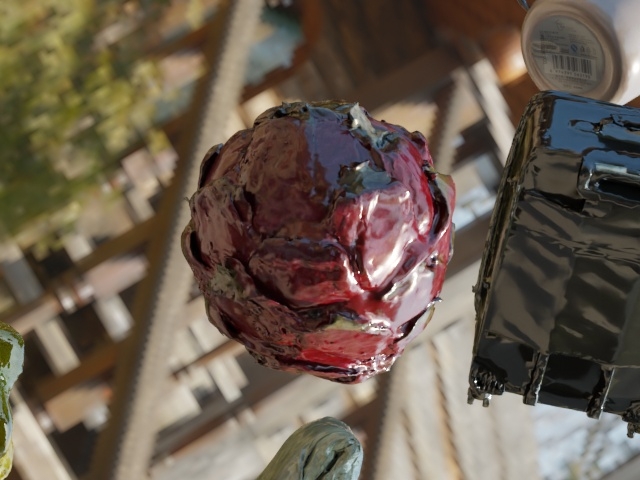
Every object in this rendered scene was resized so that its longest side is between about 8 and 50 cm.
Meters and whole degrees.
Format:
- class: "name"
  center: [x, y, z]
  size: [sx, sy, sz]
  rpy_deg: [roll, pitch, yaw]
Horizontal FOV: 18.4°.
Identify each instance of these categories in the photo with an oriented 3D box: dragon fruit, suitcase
- class: "dragon fruit"
  center: [-0.001, 0.000, 2.207]
  size: [0.329, 0.329, 0.329]
  rpy_deg: [56, -11, 16]
- class: "suitcase"
  center: [0.341, 0.028, 2.398]
  size: [0.194, 0.283, 0.434]
  rpy_deg: [-77, 177, -51]

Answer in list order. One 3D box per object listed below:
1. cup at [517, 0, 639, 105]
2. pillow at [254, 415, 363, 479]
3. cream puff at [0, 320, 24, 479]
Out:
- class: "cup"
  center: [0.352, -0.293, 2.557]
  size: [0.253, 0.200, 0.191]
  rpy_deg: [39, -42, 18]
- class: "pillow"
  center: [-0.013, 0.234, 1.887]
  size: [0.078, 0.134, 0.181]
  rpy_deg: [35, -2, -6]
- class: "cream puff"
  center: [-0.428, 0.130, 1.935]
  size: [0.270, 0.323, 0.274]
  rpy_deg: [-47, -125, 37]
